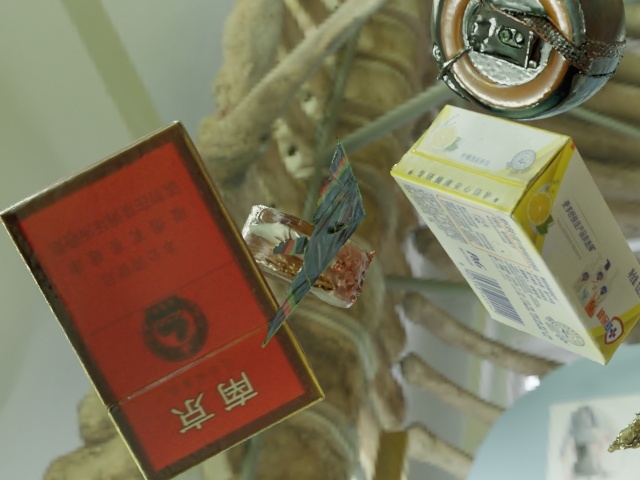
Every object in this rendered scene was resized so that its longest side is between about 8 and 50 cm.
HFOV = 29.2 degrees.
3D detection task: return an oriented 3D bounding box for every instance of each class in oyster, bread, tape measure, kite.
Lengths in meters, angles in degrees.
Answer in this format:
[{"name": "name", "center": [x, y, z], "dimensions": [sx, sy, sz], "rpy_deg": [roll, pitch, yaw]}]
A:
[{"name": "oyster", "center": [0.334, 0.197, 1.279], "dimensions": [0.034, 0.051, 0.093], "rpy_deg": [55, 159, 17]}, {"name": "bread", "center": [-0.021, 0.018, 1.419], "dimensions": [0.073, 0.160, 0.160], "rpy_deg": [-67, -27, -9]}, {"name": "tape measure", "center": [0.216, -0.233, 1.323], "dimensions": [0.135, 0.223, 0.202], "rpy_deg": [-24, -54, -43]}, {"name": "kite", "center": [0.000, 0.000, 0.603], "dimensions": [0.090, 0.004, 0.122], "rpy_deg": [-19, -44, -58]}]

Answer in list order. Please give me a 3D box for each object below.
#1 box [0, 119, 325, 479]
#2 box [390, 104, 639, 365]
[{"name": "box", "center": [-0.118, 0.047, 0.938], "dimensions": [0.240, 0.153, 0.074], "rpy_deg": [63, 175, -9]}, {"name": "box", "center": [0.208, -0.003, 1.230], "dimensions": [0.097, 0.168, 0.265], "rpy_deg": [-52, -50, -15]}]
